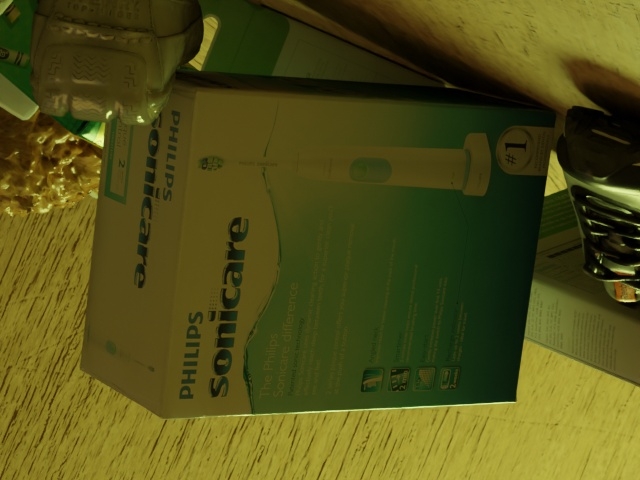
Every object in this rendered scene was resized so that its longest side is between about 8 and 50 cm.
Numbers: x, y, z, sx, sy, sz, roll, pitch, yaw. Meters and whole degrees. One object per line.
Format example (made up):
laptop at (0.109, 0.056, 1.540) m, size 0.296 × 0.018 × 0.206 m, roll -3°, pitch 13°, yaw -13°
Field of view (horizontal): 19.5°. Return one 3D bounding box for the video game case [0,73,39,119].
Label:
video game case at (-0.391, -0.235, 1.581) m, size 0.329 × 0.036 × 0.300 m, roll 33°, pitch -172°, yaw -22°

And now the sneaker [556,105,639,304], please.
sneaker at (0.212, -0.015, 1.218) m, size 0.100 × 0.108 × 0.271 m, roll 24°, pitch 178°, yaw 24°

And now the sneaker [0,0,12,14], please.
sneaker at (-0.324, -0.238, 1.104) m, size 0.148 × 0.131 × 0.350 m, roll 31°, pitch 179°, yaw 40°

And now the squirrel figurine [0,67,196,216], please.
squirrel figurine at (-0.304, -0.132, 1.968) m, size 0.397 × 0.281 × 0.370 m, roll 25°, pitch -173°, yaw 35°

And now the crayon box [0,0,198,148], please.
crayon box at (-0.206, -0.161, 1.485) m, size 0.278 × 0.081 × 0.165 m, roll 39°, pitch -172°, yaw 31°

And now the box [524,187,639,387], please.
box at (0.264, 0.039, 1.428) m, size 0.232 × 0.058 × 0.322 m, roll -17°, pitch -151°, yaw -41°

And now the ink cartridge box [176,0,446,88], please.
ink cartridge box at (-0.023, -0.106, 1.405) m, size 0.209 × 0.109 × 0.062 m, roll 23°, pitch 178°, yaw -9°

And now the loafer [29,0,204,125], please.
loafer at (-0.121, -0.159, 1.149) m, size 0.112 × 0.111 × 0.319 m, roll 6°, pitch -162°, yaw -8°

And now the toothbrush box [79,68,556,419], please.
toothbrush box at (0.000, 0.000, 1.278) m, size 0.296 × 0.216 × 0.126 m, roll -1°, pitch -168°, yaw -34°
